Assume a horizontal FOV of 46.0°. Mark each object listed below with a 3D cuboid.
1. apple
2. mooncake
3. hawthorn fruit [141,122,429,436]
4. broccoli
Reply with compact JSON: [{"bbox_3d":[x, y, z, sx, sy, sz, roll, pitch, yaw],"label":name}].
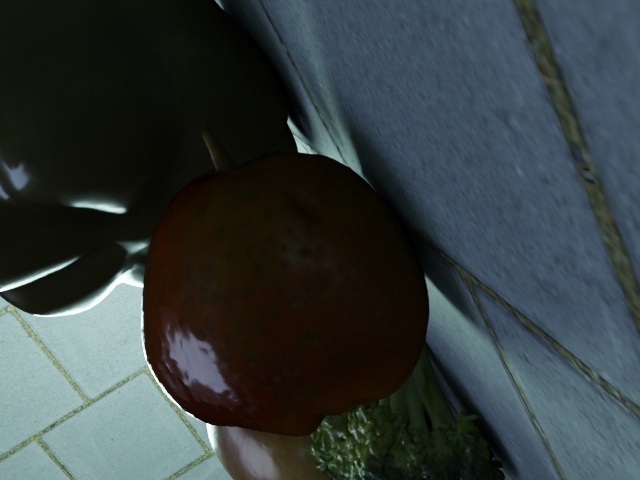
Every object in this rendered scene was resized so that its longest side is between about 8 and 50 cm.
[{"bbox_3d":[-0.011,0.277,1.288,0.391,0.391,0.346,55,171,34],"label":"apple"},{"bbox_3d":[-0.262,-0.103,0.950,0.262,0.467,0.467,57,176,20],"label":"mooncake"},{"bbox_3d":[-0.042,0.024,0.711,0.277,0.277,0.298,-162,50,-84],"label":"hawthorn fruit"},{"bbox_3d":[0.122,0.264,1.048,0.247,0.263,0.243,18,-118,-47],"label":"broccoli"}]
